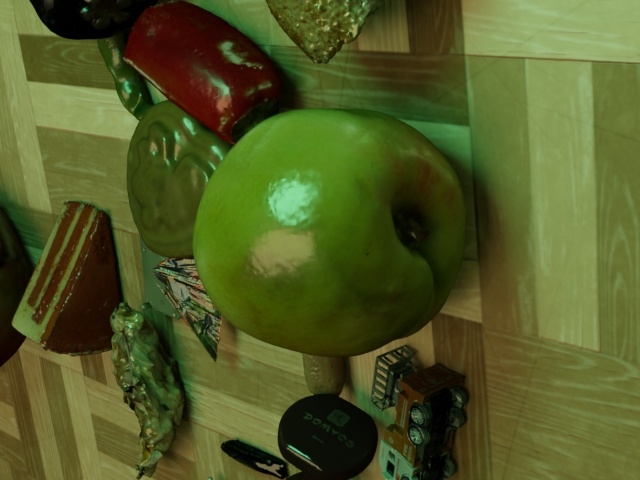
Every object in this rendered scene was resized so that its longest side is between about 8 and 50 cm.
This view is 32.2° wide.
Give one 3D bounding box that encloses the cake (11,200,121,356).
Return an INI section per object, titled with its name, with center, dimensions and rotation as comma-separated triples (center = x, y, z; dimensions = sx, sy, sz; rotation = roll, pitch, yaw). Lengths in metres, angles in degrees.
[cake]
center = -0.462, 0.072, 1.962
dimensions = 0.158, 0.159, 0.262
rotation = 17, 118, 46

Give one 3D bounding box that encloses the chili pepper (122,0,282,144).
[chili pepper]
center = -0.118, -0.200, 1.478
dimensions = 0.338, 0.134, 0.131
rotation = 44, 112, 30

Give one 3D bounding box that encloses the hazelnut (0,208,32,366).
[hazelnut]
center = -0.741, 0.079, 2.139
dimensions = 0.409, 0.359, 0.359
rotation = 20, 122, 31

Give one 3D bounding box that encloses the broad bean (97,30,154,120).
[broad bean]
center = -0.304, -0.271, 1.717
dimensions = 0.070, 0.048, 0.213
rotation = -35, 81, 49

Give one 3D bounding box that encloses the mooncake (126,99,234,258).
[mooncake]
center = -0.189, -0.077, 1.602
dimensions = 0.235, 0.117, 0.235
rotation = 4, 97, 37

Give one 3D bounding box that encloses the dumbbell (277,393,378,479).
[dumbbell]
center = 0.002, 0.335, 1.575
dimensions = 0.140, 0.124, 0.225
rotation = 29, 136, 21

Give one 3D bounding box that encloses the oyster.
[oyster]
center = -0.298, 0.258, 1.928
dimensions = 0.354, 0.107, 0.201
rotation = 93, 155, -43

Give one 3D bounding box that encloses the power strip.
[power strip]
center = -0.231, 0.025, 1.764
dimensions = 0.145, 0.061, 0.215
rotation = 17, 120, 37

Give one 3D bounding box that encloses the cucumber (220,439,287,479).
[cucumber]
center = -0.108, 0.355, 1.800
dimensions = 0.135, 0.034, 0.033
rotation = 16, 113, 43

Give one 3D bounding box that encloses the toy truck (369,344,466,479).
[toy truck]
center = 0.120, 0.243, 1.465
dimensions = 0.115, 0.080, 0.178
rotation = 32, 128, 41

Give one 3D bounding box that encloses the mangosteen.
[mangosteen]
center = -0.321, -0.403, 1.561
dimensions = 0.243, 0.243, 0.243
rotation = 22, 123, 40

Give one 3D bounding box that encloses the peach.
[peach]
center = 0.004, -0.005, 1.307
dimensions = 0.315, 0.281, 0.314
rotation = 7, 114, 32

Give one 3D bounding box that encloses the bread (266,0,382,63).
[bread]
center = 0.029, -0.336, 1.203
dimensions = 0.192, 0.171, 0.314
rotation = 46, 138, -12

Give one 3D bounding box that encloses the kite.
[kite]
center = -0.177, 0.076, 1.709
dimensions = 0.183, 0.014, 0.241
rotation = 9, 109, 17

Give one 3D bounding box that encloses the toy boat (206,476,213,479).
[toy boat]
center = -0.154, 0.460, 1.883
dimensions = 0.137, 0.060, 0.061
rotation = 44, 109, 27

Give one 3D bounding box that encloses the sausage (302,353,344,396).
[sausage]
center = 0.001, 0.082, 1.537
dimensions = 0.066, 0.066, 0.301
rotation = 19, 119, 41
